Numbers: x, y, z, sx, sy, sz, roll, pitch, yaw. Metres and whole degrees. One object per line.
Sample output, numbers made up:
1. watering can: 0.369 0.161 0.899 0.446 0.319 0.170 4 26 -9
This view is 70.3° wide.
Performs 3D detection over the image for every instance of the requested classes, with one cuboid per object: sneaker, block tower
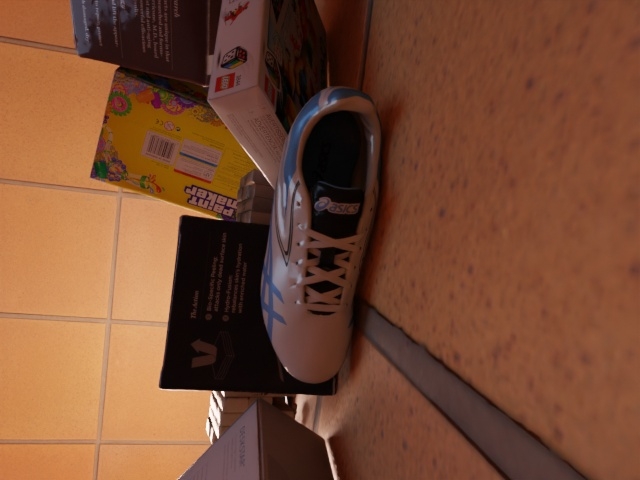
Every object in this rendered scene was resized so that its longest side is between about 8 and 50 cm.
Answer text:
1. sneaker: 0.000 0.000 0.353 0.086 0.085 0.236 -141 57 -81
2. block tower: -0.072 0.086 0.580 0.091 0.097 0.334 178 98 -68

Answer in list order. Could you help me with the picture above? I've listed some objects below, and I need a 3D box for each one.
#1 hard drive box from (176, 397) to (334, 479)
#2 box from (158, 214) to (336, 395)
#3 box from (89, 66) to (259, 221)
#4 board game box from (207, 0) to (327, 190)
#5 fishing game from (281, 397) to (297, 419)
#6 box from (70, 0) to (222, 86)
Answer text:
1. hard drive box: -0.090 0.277 0.358 0.232 0.089 0.181 -47 20 9
2. box: -0.067 0.067 0.456 0.093 0.159 0.155 141 135 -73
3. box: -0.196 -0.191 0.797 0.176 0.290 0.279 -61 21 27
4. board game box: -0.043 -0.207 0.516 0.193 0.053 0.304 54 -150 -57
5. fishing game: -0.077 0.261 0.700 0.264 0.041 0.188 -129 49 -73
6. box: -0.193 -0.319 0.605 0.168 0.204 0.166 -53 -24 -57
